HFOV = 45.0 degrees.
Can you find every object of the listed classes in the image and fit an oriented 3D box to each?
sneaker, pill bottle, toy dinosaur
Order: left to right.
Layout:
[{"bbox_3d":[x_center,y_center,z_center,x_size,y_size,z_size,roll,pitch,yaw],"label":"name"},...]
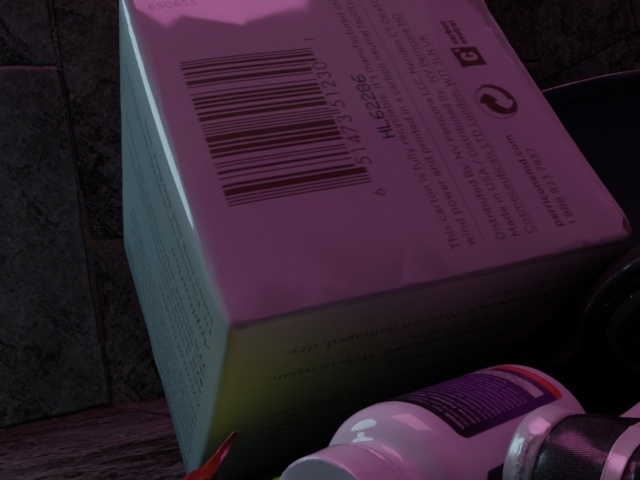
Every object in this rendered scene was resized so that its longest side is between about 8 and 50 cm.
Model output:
[{"bbox_3d":[-0.077,0.136,0.397,0.047,0.090,0.082,-24,-38,17],"label":"toy dinosaur"},{"bbox_3d":[0.069,0.138,0.441,0.108,0.108,0.194,-15,-8,43],"label":"pill bottle"},{"bbox_3d":[0.214,0.086,0.588,0.130,0.109,0.286,-36,-10,-44],"label":"sneaker"},{"bbox_3d":[0.203,0.137,0.405,0.217,0.079,0.121,9,3,-42],"label":"sneaker"}]

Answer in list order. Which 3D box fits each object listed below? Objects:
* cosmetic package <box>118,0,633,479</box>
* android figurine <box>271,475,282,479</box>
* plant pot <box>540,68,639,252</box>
[{"bbox_3d":[0.000,0.000,0.752,0.328,0.329,0.393,-12,-28,-20],"label":"cosmetic package"},{"bbox_3d":[-0.113,0.204,0.488,0.248,0.056,0.273,-9,-4,-15],"label":"android figurine"},{"bbox_3d":[0.316,0.021,0.857,0.342,0.333,0.341,-10,-6,-1],"label":"plant pot"}]
